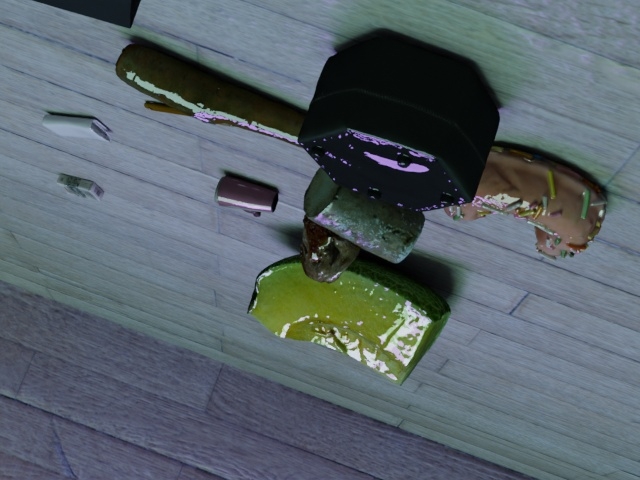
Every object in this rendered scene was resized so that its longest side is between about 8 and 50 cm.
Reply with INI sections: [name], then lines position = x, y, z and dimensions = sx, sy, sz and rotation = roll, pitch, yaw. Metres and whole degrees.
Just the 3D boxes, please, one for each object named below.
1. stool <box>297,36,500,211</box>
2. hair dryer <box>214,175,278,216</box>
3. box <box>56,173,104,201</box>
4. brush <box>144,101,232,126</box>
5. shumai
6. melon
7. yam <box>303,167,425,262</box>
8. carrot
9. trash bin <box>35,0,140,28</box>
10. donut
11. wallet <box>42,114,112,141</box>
[stool]
position = 0.095, -0.136, 1.471
dimensions = 0.232, 0.141, 0.232
rotation = 19, 163, 6
[hair dryer]
position = -0.123, -0.068, 2.132
dimensions = 0.106, 0.054, 0.154
rotation = 14, 173, 6
[box]
position = -0.489, -0.107, 2.459
dimensions = 0.083, 0.024, 0.054
rotation = 14, 163, 21
[brush]
position = -0.205, -0.198, 1.860
dimensions = 0.169, 0.014, 0.043
rotation = 12, 162, 30
[shumai]
position = 0.002, 0.003, 2.073
dimensions = 0.105, 0.123, 0.139
rotation = 35, 174, -10
[melon]
position = 0.049, 0.127, 2.255
dimensions = 0.343, 0.226, 0.331
rotation = 32, 177, 8
[yam]
position = 0.075, -0.040, 1.861
dimensions = 0.194, 0.107, 0.107
rotation = 30, 161, -29
[carrot]
position = -0.126, -0.189, 1.706
dimensions = 0.342, 0.070, 0.070
rotation = 21, 163, -8
[trash bin]
position = -0.306, -0.343, 1.367
dimensions = 0.225, 0.115, 0.165
rotation = 18, 162, -5
[donut]
position = 0.277, -0.048, 1.635
dimensions = 0.232, 0.085, 0.199
rotation = 21, 162, -7
[wallet]
position = -0.423, -0.195, 2.103
dimensions = 0.122, 0.025, 0.061
rotation = 9, 158, 34
